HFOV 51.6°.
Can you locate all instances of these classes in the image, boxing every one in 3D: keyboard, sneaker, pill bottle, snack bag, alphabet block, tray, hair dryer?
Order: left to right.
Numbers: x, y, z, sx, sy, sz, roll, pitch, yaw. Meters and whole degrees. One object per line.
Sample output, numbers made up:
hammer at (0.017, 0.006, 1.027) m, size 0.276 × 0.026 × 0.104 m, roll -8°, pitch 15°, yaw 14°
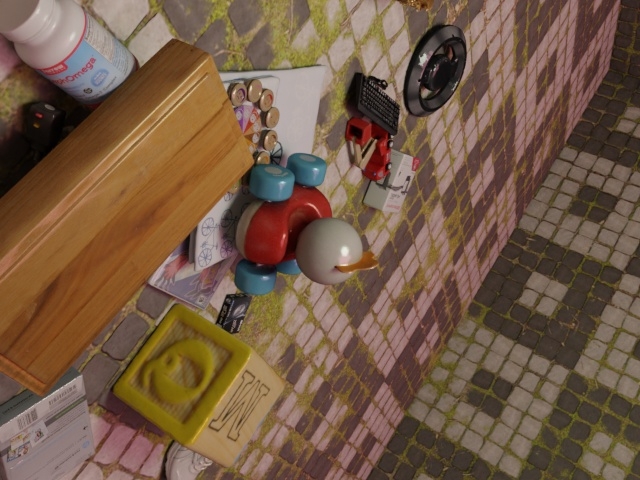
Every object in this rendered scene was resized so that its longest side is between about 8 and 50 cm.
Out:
pill bottle at (-0.282, -0.216, 0.744) m, size 0.087 × 0.087 × 0.160 m, roll -61°, pitch 152°, yaw -5°
hair dryer at (-0.299, -0.037, 0.881) m, size 0.223 × 0.080 × 0.294 m, roll -10°, pitch 123°, yaw -58°
tray at (-0.254, -0.027, 0.793) m, size 0.411 × 0.076 × 0.203 m, roll -50°, pitch 152°, yaw -20°
alphabet block at (-0.209, 0.262, 1.182) m, size 0.193 × 0.192 × 0.197 m, roll -57°, pitch 153°, yaw -17°
sneaker at (-0.232, 0.423, 1.357) m, size 0.232 × 0.115 × 0.090 m, roll -65°, pitch 153°, yaw 2°
snack bag at (-0.099, -0.138, 1.158) m, size 0.342 × 0.037 × 0.323 m, roll -26°, pitch 131°, yaw -54°
keyboard at (0.126, -0.302, 1.411) m, size 0.180 × 0.023 × 0.108 m, roll 21°, pitch 67°, yaw -56°

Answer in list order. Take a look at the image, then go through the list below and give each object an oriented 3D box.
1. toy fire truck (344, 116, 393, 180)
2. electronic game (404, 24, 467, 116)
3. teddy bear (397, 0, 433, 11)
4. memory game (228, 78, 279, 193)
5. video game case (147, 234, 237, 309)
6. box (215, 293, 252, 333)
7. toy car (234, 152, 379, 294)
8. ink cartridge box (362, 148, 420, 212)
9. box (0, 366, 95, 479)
toy fire truck at (0.111, -0.204, 1.490) m, size 0.135 × 0.047 × 0.192 m, roll -41°, pitch 146°, yaw -36°
electronic game at (0.281, -0.409, 1.609) m, size 0.229 × 0.048 × 0.229 m, roll -33°, pitch 141°, yaw -32°
teddy bear at (0.180, -0.606, 1.224) m, size 0.245 × 0.113 × 0.338 m, roll -29°, pitch 130°, yaw -59°
memory game at (-0.121, -0.163, 1.047) m, size 0.186 × 0.012 × 0.186 m, roll -40°, pitch 140°, yaw -44°
video game case at (-0.201, 0.011, 1.155) m, size 0.201 × 0.023 × 0.183 m, roll -60°, pitch 153°, yaw -7°
box at (-0.175, 0.147, 1.324) m, size 0.067 × 0.018 × 0.083 m, roll 6°, pitch 108°, yaw -61°
toy car at (0.000, 0.000, 1.125) m, size 0.210 × 0.237 × 0.219 m, roll -29°, pitch 138°, yaw -55°
ink cartridge box at (0.177, -0.147, 1.637) m, size 0.109 × 0.063 × 0.151 m, roll 1°, pitch 113°, yaw -61°
box at (-0.421, 0.299, 1.004) m, size 0.145 × 0.038 × 0.186 m, roll -34°, pitch 140°, yaw -43°
